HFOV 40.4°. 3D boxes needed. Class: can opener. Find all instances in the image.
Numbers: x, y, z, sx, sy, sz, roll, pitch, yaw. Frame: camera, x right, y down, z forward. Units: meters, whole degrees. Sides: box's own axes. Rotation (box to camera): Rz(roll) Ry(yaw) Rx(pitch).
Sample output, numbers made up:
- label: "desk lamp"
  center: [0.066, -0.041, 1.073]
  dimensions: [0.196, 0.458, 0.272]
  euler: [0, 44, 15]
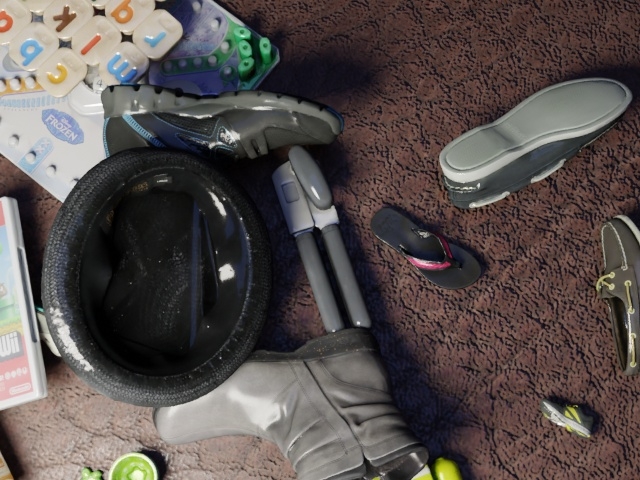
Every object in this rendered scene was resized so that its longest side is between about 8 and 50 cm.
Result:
- label: "can opener"
  center: [0.000, 0.000, 1.241]
  dimensions: [0.076, 0.095, 0.284]
  euler: [-18, 72, -3]

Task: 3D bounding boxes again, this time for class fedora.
- label: "fedora"
  center: [-0.223, 0.050, 1.152]
  dimensions: [0.334, 0.152, 0.334]
  euler: [4, 80, -27]

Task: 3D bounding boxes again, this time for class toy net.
- label: "toy net"
  center: [-0.256, 0.411, 1.181]
  dimensions: [0.122, 0.045, 0.232]
  euler: [-17, 79, -4]

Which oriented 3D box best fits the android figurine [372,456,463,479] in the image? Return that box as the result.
- label: "android figurine"
  center: [0.081, 0.372, 1.183]
  dimensions: [0.248, 0.056, 0.273]
  euler: [-21, 79, -4]

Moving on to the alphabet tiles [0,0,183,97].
- label: "alphabet tiles"
  center: [-0.347, -0.357, 1.289]
  dimensions: [0.284, 0.021, 0.278]
  euler: [43, 83, 1]

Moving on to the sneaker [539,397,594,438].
- label: "sneaker"
  center: [0.347, 0.244, 1.226]
  dimensions: [0.083, 0.031, 0.035]
  euler: [35, 67, 3]

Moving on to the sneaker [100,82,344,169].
- label: "sneaker"
  center: [-0.137, -0.145, 1.228]
  dimensions: [0.340, 0.125, 0.140]
  euler: [2, 96, 4]

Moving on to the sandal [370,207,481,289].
- label: "sandal"
  center: [0.151, 0.013, 1.266]
  dimensions: [0.179, 0.040, 0.067]
  euler: [32, 80, 7]

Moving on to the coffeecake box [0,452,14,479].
- label: "coffeecake box"
  center: [-0.513, 0.291, 1.167]
  dimensions: [0.142, 0.068, 0.186]
  euler: [-31, 84, 16]

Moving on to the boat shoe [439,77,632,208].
- label: "boat shoe"
  center: [0.315, -0.143, 1.278]
  dimensions: [0.302, 0.091, 0.114]
  euler: [-22, 46, -3]

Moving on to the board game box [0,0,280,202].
- label: "board game box"
  center: [-0.327, -0.259, 1.321]
  dimensions: [0.390, 0.050, 0.390]
  euler: [37, 81, 8]

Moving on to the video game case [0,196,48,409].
- label: "video game case"
  center: [-0.492, 0.102, 1.223]
  dimensions: [0.204, 0.025, 0.285]
  euler: [-18, 77, 19]

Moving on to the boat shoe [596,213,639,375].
- label: "boat shoe"
  center: [0.433, 0.077, 1.231]
  dimensions: [0.068, 0.081, 0.228]
  euler: [-12, 81, -6]

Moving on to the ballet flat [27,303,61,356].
- label: "ballet flat"
  center: [-0.341, 0.139, 1.227]
  dimensions: [0.213, 0.072, 0.068]
  euler: [14, 82, 2]

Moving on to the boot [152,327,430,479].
- label: "boot"
  center: [-0.046, 0.251, 1.130]
  dimensions: [0.338, 0.118, 0.223]
  euler: [-19, 47, -2]
